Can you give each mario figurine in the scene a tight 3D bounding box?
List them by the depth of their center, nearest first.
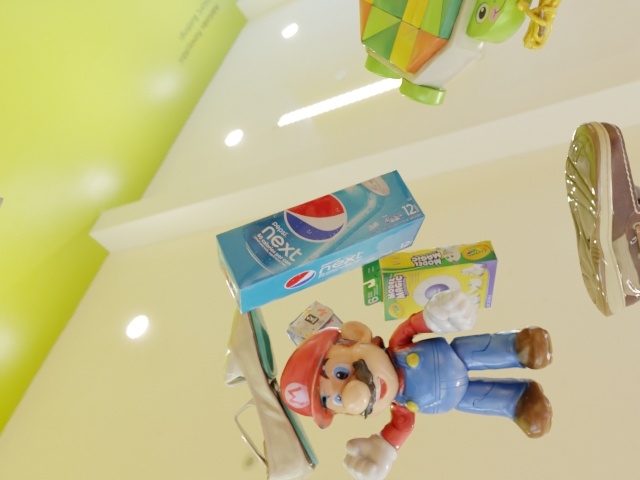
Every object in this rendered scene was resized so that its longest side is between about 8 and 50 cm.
[{"bbox_3d":[0.109,0.176,0.731,0.321,0.170,0.198,-3,-120,5],"label":"mario figurine"}]

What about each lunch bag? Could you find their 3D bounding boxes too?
[{"bbox_3d":[-0.002,0.142,0.940,0.071,0.083,0.053,-39,172,-31],"label":"lunch bag"}]

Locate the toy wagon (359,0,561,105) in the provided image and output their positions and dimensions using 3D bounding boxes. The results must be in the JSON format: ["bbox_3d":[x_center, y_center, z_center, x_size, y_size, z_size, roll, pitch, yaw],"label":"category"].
[{"bbox_3d":[0.141,-0.292,0.692,0.344,0.068,0.267,-120,-139,-56],"label":"toy wagon"}]

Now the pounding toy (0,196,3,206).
[{"bbox_3d":[-0.507,-0.064,0.823,0.130,0.141,0.100,19,-93,10],"label":"pounding toy"}]

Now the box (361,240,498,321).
[{"bbox_3d":[0.148,0.059,0.857,0.179,0.105,0.043,-7,-135,2],"label":"box"}]

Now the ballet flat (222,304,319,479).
[{"bbox_3d":[-0.082,0.193,0.795,0.086,0.086,0.248,-27,-105,18],"label":"ballet flat"}]

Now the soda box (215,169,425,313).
[{"bbox_3d":[0.000,0.000,0.654,0.210,0.071,0.067,-22,-113,-16],"label":"soda box"}]

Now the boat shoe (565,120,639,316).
[{"bbox_3d":[0.451,-0.034,0.916,0.123,0.342,0.123,-18,-149,8],"label":"boat shoe"}]
